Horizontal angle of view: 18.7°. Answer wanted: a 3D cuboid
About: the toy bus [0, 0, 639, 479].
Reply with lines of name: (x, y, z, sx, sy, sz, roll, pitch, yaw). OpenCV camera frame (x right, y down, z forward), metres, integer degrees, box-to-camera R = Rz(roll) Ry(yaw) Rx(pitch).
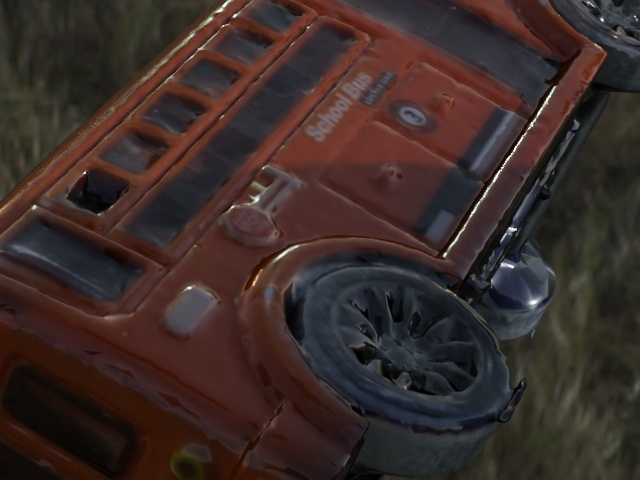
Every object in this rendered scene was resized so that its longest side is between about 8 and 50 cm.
toy bus: (0.000, 0.000, 0.606, 0.153, 0.143, 0.329, 30, 37, 7)
